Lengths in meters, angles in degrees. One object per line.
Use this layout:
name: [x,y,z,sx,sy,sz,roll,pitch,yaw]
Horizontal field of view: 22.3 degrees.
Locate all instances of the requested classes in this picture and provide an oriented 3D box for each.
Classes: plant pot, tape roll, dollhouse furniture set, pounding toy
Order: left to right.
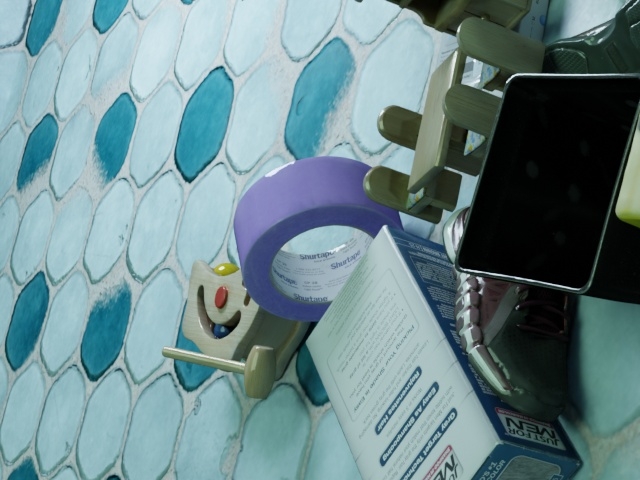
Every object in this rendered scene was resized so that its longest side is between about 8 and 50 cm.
pounding toy: [-0.110,0.079,1.997,0.269,0.154,0.154,33,106,60]
tape roll: [0.000,0.000,1.826,0.189,0.189,0.080,-49,36,33]
dollhouse furniture set: [0.108,-0.174,1.647,0.212,0.161,0.242,136,150,-62]
plant pot: [0.257,-0.033,1.431,0.187,0.167,0.188,9,83,58]

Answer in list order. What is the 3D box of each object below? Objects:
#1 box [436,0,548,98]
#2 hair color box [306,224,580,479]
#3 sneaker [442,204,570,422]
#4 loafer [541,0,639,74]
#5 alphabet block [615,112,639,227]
box: [0.188,-0.226,1.792,0.145,0.038,0.186,-12,65,56]
hair color box: [0.111,0.158,1.631,0.174,0.105,0.347,-57,32,24]
sneaker: [0.207,0.026,1.552,0.162,0.106,0.281,-48,36,29]
loafer: [0.293,-0.173,1.567,0.267,0.084,0.096,-33,78,53]
alphabet block: [0.373,-0.082,1.244,0.192,0.193,0.197,2,75,61]
